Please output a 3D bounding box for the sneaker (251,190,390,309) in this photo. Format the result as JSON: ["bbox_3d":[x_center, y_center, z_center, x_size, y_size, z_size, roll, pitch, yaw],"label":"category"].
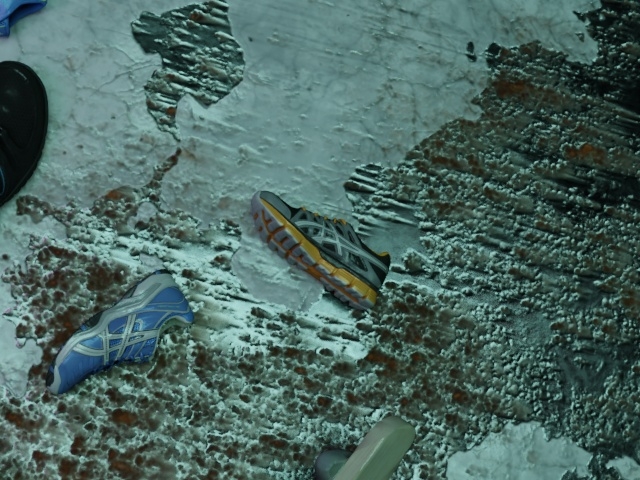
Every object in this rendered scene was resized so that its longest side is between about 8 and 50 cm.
[{"bbox_3d":[0.000,0.000,1.572,0.215,0.084,0.083,39,69,-9],"label":"sneaker"}]

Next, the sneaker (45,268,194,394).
[{"bbox_3d":[-0.252,0.126,1.489,0.211,0.080,0.081,-40,83,-16],"label":"sneaker"}]

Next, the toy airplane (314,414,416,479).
[{"bbox_3d":[-0.049,0.416,1.358,0.386,0.272,0.384,-14,111,-27],"label":"toy airplane"}]

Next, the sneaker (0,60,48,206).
[{"bbox_3d":[-0.442,-0.085,1.476,0.125,0.139,0.341,24,72,-2],"label":"sneaker"}]

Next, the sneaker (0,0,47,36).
[{"bbox_3d":[-0.471,-0.324,1.555,0.240,0.091,0.126,-18,81,-15],"label":"sneaker"}]
